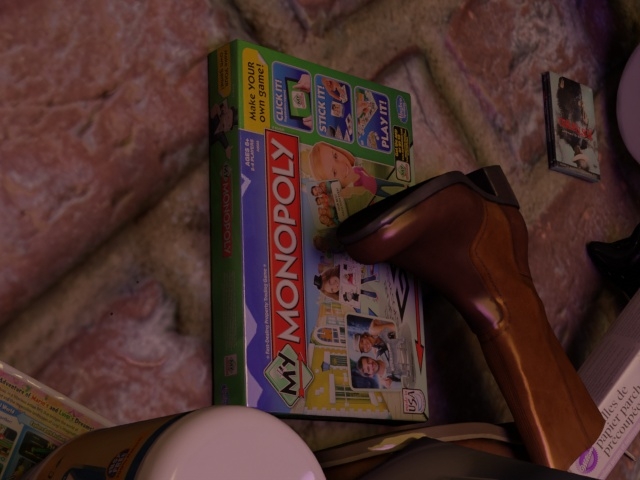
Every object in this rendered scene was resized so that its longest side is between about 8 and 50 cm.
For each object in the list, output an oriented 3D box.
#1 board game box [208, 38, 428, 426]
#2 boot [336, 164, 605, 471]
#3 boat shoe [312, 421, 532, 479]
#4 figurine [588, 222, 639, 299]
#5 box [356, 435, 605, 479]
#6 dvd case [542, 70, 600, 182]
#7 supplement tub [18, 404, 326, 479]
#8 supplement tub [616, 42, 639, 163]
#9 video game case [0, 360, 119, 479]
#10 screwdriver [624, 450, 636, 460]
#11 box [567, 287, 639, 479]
[{"bbox_3d":[0.000,0.000,1.014,0.213,0.046,0.317,11,71,-42],"label":"board game box"},{"bbox_3d":[0.139,0.082,1.015,0.264,0.096,0.280,-12,80,-62],"label":"boot"},{"bbox_3d":[0.119,0.217,1.015,0.307,0.111,0.104,5,74,-42],"label":"boat shoe"},{"bbox_3d":[0.445,0.046,1.316,0.209,0.215,0.092,59,12,-7],"label":"figurine"},{"bbox_3d":[0.055,0.288,0.752,0.296,0.294,0.182,-29,98,-21],"label":"box"},{"bbox_3d":[0.295,-0.133,1.349,0.087,0.013,0.119,13,70,-40],"label":"dvd case"},{"bbox_3d":[-0.104,0.185,0.726,0.144,0.200,0.144,15,66,-39],"label":"supplement tub"},{"bbox_3d":[0.548,-0.153,1.432,0.331,0.241,0.241,7,73,-42],"label":"supplement tub"},{"bbox_3d":[-0.199,0.176,0.795,0.157,0.019,0.143,36,56,-29],"label":"video game case"},{"bbox_3d":[0.305,0.205,1.252,0.170,0.025,0.024,35,56,-30],"label":"screwdriver"},{"bbox_3d":[0.338,0.115,1.199,0.063,0.067,0.324,47,73,-22],"label":"box"}]
